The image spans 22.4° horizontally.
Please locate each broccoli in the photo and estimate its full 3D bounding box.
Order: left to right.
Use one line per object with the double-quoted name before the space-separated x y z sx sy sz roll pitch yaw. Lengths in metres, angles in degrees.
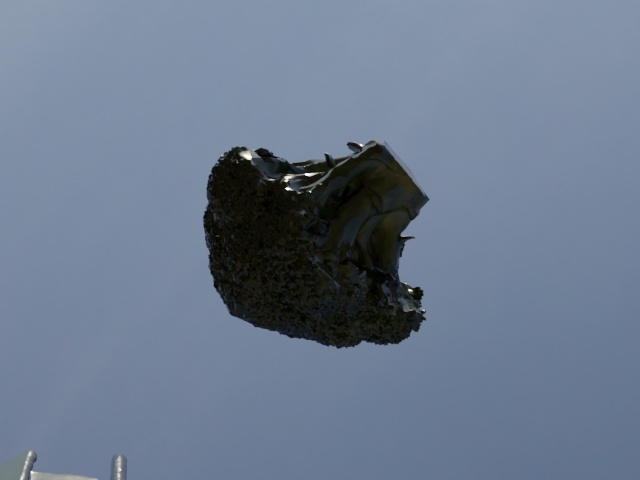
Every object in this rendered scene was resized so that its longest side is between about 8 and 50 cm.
"broccoli" 0.000 0.000 0.981 0.138 0.162 0.146 -38 -120 8

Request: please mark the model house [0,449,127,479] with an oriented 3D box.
"model house" -0.276 0.265 1.179 0.218 0.279 0.205 -130 -137 -82
